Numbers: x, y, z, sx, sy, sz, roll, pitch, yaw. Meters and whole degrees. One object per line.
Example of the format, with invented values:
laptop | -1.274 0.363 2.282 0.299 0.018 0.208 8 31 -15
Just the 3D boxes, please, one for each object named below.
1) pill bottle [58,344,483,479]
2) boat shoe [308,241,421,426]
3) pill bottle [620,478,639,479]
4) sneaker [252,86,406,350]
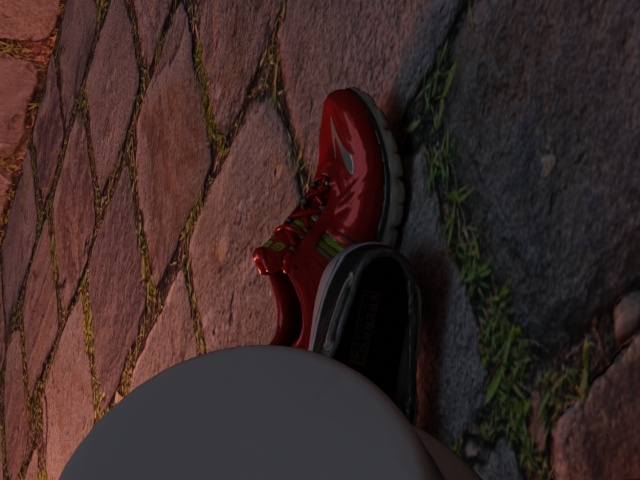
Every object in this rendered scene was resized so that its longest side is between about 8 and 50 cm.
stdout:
pill bottle | 0.015 0.230 0.722 0.392 0.224 0.224 61 -168 -53
boat shoe | 0.033 0.154 1.070 0.105 0.113 0.306 -172 95 -82
pill bottle | 0.186 0.229 0.700 0.103 0.103 0.184 -158 73 -66
sneaker | 0.000 0.000 1.162 0.107 0.118 0.279 -163 78 -66
